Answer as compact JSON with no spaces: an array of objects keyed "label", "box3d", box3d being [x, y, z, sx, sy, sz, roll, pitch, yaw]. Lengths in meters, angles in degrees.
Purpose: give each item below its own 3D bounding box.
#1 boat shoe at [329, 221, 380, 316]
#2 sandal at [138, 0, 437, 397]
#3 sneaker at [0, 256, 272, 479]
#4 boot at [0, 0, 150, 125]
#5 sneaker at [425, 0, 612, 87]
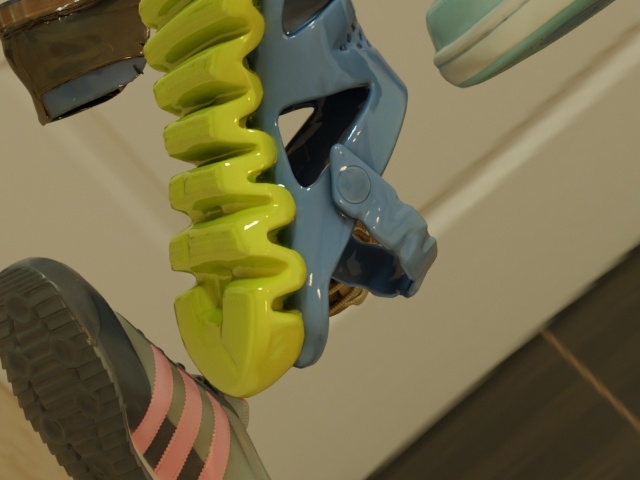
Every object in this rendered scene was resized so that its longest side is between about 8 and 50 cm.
[{"label":"boat shoe","box3d":[0.000,0.000,1.390,0.123,0.120,0.324,-16,4,7]},{"label":"sandal","box3d":[-0.014,-0.080,0.995,0.126,0.138,0.317,2,97,62]},{"label":"sneaker","box3d":[-0.123,0.126,1.349,0.112,0.319,0.131,-11,27,40]},{"label":"boot","box3d":[-0.163,-0.172,1.561,0.219,0.106,0.082,-17,-2,-19]},{"label":"sneaker","box3d":[0.124,-0.237,0.919,0.319,0.208,0.127,-43,-6,32]}]
